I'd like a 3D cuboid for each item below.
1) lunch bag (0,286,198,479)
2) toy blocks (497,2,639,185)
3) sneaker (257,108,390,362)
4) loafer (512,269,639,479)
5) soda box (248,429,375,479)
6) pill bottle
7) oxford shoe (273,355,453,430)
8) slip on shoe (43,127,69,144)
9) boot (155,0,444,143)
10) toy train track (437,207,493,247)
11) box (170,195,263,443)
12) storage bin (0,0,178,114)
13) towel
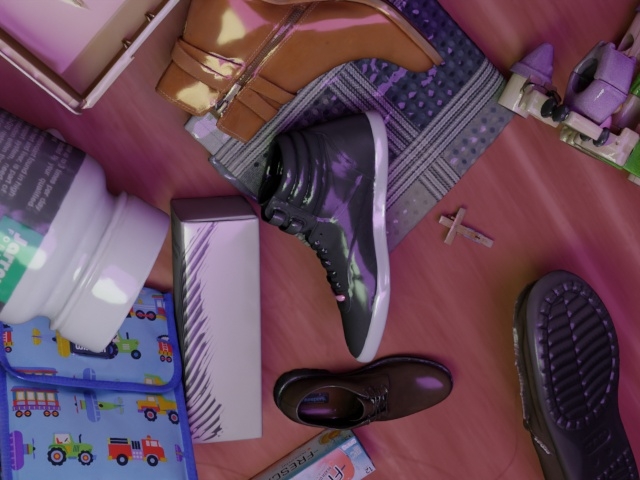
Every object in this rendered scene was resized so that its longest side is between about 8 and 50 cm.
[{"bbox_3d":[-0.271,0.167,1.673,0.221,0.138,0.293,5,65,-26],"label":"lunch bag"},{"bbox_3d":[0.396,-0.201,1.682,0.309,0.288,0.260,27,96,-22],"label":"toy blocks"},{"bbox_3d":[0.000,0.000,1.698,0.146,0.104,0.296,-5,102,-14],"label":"sneaker"},{"bbox_3d":[0.296,0.202,1.855,0.134,0.130,0.366,-26,115,-28],"label":"loafer"},{"bbox_3d":[-0.025,0.303,1.844,0.183,0.063,0.058,-33,111,-3],"label":"soda box"},{"bbox_3d":[-0.356,-0.037,1.563,0.361,0.204,0.204,28,97,-11],"label":"pill bottle"},{"bbox_3d":[0.063,0.199,1.821,0.227,0.096,0.083,-8,106,-14],"label":"oxford shoe"},{"bbox_3d":[-0.277,-0.070,1.687,0.041,0.051,0.135,-40,108,-44],"label":"slip on shoe"},{"bbox_3d":[-0.023,-0.195,1.628,0.283,0.109,0.220,25,104,-28],"label":"boot"},{"bbox_3d":[0.179,-0.012,1.834,0.083,0.014,0.048,25,91,-25],"label":"toy train track"},{"bbox_3d":[-0.122,0.092,1.735,0.094,0.113,0.275,-4,105,-12],"label":"box"},{"bbox_3d":[-0.268,-0.312,1.574,0.260,0.123,0.262,40,92,-21],"label":"storage bin"},{"bbox_3d":[0.039,-0.152,1.746,0.324,0.056,0.312,-47,114,0],"label":"towel"}]
